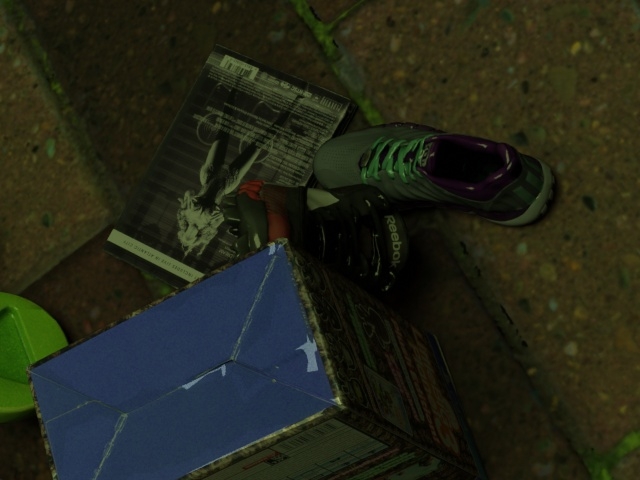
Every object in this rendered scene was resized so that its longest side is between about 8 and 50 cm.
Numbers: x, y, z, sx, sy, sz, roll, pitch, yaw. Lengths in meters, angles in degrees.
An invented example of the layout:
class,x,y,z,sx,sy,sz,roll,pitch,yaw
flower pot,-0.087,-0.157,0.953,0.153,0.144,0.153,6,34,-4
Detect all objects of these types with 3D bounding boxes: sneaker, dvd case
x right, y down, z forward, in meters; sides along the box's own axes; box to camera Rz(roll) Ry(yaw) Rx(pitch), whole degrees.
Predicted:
class,x,y,z,sx,sy,sz,roll,pitch,yaw
sneaker,0.000,-0.001,1.501,0.135,0.276,0.097,-2,89,10
sneaker,0.083,-0.071,1.568,0.224,0.098,0.083,7,74,29
dvd case,-0.084,-0.056,1.695,0.164,0.018,0.221,25,83,31

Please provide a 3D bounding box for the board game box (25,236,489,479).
class,x,y,z,sx,sy,sz,roll,pitch,yaw
board game box,-0.041,0.145,1.435,0.232,0.291,0.141,-26,63,15

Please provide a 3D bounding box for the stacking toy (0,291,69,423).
class,x,y,z,sx,sy,sz,roll,pitch,yaw
stacking toy,-0.398,0.123,1.692,0.279,0.130,0.309,37,48,8
